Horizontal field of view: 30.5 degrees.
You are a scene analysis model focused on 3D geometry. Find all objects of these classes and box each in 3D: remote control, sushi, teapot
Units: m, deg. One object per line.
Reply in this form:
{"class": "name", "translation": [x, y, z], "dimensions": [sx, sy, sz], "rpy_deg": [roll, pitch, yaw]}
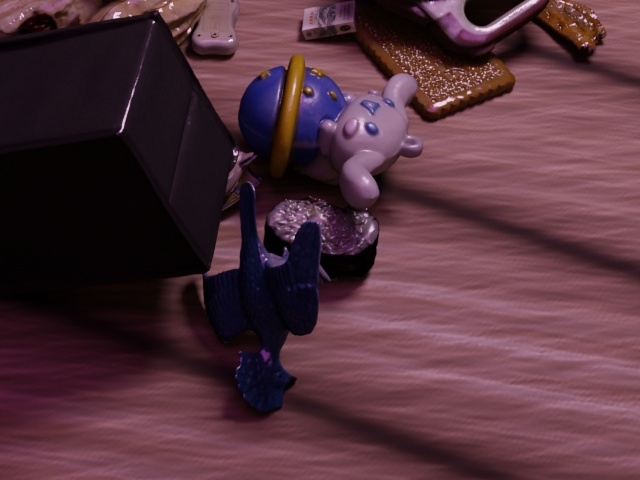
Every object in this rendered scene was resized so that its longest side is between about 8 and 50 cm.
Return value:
{"class": "remote control", "translation": [-0.162, -0.333, 1.820], "dimensions": [0.074, 0.032, 0.122], "rpy_deg": [1, 51, -1]}
{"class": "sushi", "translation": [0.000, 0.000, 1.525], "dimensions": [0.150, 0.078, 0.090], "rpy_deg": [8, 56, 1]}
{"class": "teapot", "translation": [0.216, -0.449, 1.806], "dimensions": [0.315, 0.233, 0.312], "rpy_deg": [44, 79, 5]}

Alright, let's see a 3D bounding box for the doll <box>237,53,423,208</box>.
{"class": "doll", "translation": [0.005, -0.127, 1.582], "dimensions": [0.242, 0.159, 0.311], "rpy_deg": [19, 34, -13]}

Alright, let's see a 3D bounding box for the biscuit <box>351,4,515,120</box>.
{"class": "biscuit", "translation": [0.168, -0.296, 1.818], "dimensions": [0.172, 0.029, 0.254], "rpy_deg": [-23, 55, -21]}

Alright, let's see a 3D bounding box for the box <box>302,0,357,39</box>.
{"class": "box", "translation": [0.015, -0.344, 1.833], "dimensions": [0.083, 0.024, 0.054], "rpy_deg": [-8, 50, 15]}

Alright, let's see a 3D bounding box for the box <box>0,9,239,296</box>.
{"class": "box", "translation": [-0.313, -0.096, 1.407], "dimensions": [0.345, 0.251, 0.204], "rpy_deg": [-7, 50, 18]}

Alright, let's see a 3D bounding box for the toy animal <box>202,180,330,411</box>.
{"class": "toy animal", "translation": [-0.065, 0.063, 1.408], "dimensions": [0.176, 0.239, 0.255], "rpy_deg": [-36, 105, -45]}

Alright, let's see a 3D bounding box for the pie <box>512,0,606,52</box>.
{"class": "pie", "translation": [0.396, -0.353, 1.881], "dimensions": [0.092, 0.034, 0.170], "rpy_deg": [-24, 50, -20]}

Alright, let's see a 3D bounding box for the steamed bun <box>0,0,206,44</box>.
{"class": "steamed bun", "translation": [-0.355, -0.324, 1.700], "dimensions": [0.247, 0.189, 0.428], "rpy_deg": [19, 54, 31]}

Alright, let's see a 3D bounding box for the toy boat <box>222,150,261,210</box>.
{"class": "toy boat", "translation": [-0.171, -0.053, 1.560], "dimensions": [0.210, 0.084, 0.066], "rpy_deg": [-44, 32, -17]}
